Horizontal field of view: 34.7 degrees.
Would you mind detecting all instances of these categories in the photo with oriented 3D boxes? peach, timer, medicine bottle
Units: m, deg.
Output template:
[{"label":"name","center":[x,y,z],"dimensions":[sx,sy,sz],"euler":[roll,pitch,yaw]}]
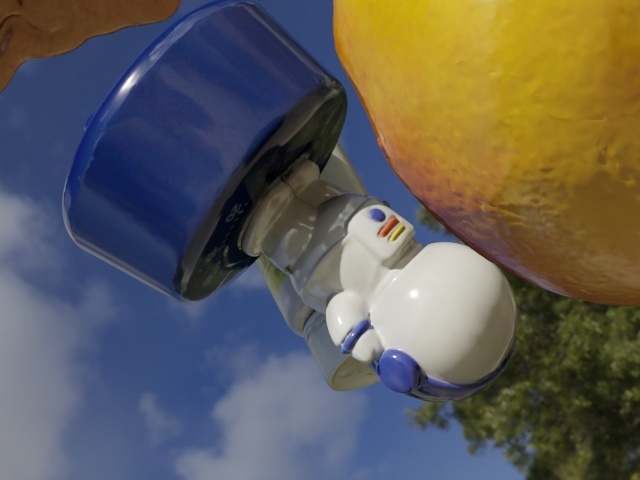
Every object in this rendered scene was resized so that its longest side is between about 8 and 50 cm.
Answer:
[{"label":"peach","center":[0.161,-0.102,0.599],"dimensions":[0.289,0.289,0.308],"euler":[-27,-57,-32]},{"label":"timer","center":[0.000,0.000,0.893],"dimensions":[0.270,0.383,0.270],"euler":[-50,-11,-13]},{"label":"medicine bottle","center":[0.009,0.017,1.073],"dimensions":[0.143,0.258,0.143],"euler":[-23,-27,-12]}]

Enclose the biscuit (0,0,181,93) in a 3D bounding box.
[{"label":"biscuit","center":[-0.243,-0.162,0.595],"dimensions":[0.333,0.047,0.202],"euler":[-23,-57,7]}]
